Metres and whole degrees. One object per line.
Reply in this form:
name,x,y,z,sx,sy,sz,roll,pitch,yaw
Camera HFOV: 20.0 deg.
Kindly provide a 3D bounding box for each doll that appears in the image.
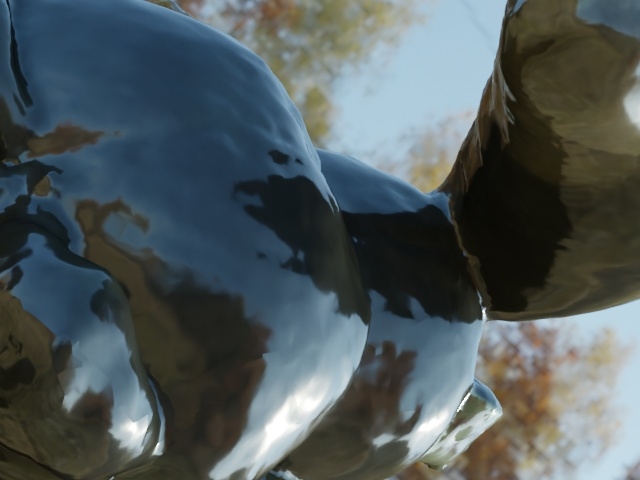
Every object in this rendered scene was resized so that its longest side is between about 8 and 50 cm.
doll,-0.016,-0.029,0.747,0.252,0.378,0.382,50,7,23

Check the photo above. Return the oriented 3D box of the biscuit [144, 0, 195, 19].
biscuit,-0.100,-0.060,0.918,0.176,0.031,0.228,-10,-57,49
